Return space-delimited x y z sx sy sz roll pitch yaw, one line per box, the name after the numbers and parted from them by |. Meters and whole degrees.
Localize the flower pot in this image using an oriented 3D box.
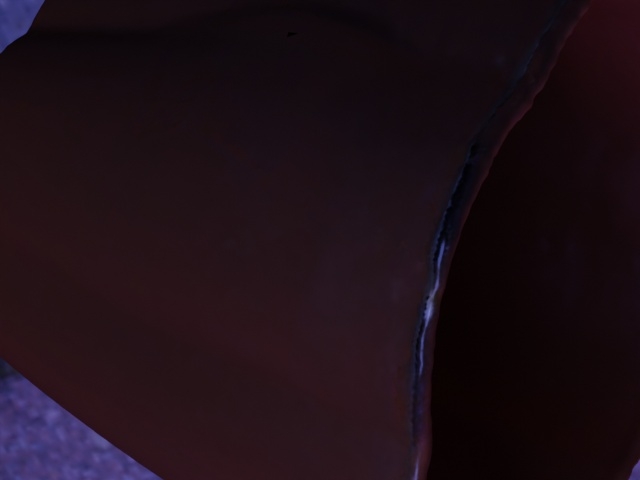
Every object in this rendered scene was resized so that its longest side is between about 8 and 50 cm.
0.000 0.000 0.523 0.173 0.190 0.191 14 117 29 | flower pot
